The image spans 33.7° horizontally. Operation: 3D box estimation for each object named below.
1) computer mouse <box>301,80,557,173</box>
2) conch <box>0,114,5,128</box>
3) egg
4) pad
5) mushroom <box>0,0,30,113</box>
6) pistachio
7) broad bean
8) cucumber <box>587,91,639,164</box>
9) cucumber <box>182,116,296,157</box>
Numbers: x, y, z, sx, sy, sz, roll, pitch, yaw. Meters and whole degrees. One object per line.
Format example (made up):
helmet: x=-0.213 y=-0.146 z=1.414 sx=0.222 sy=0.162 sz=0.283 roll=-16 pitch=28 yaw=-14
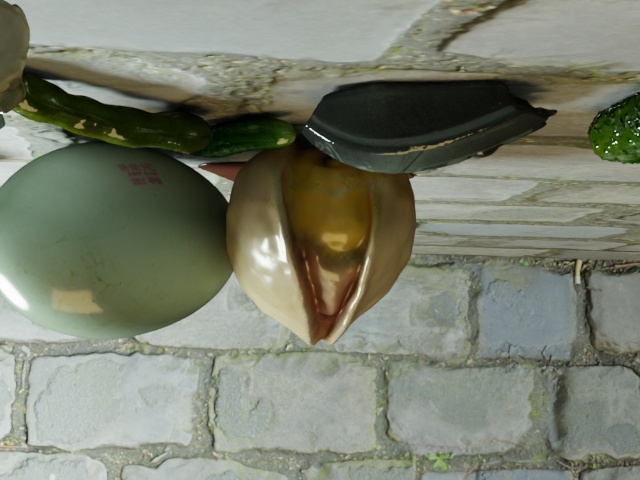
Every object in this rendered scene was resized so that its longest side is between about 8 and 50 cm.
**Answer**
computer mouse: x=0.097 y=-0.096 z=0.963 sx=0.231 sy=0.071 sz=0.126 roll=0 pitch=175 yaw=8
conch: x=-0.320 y=-0.116 z=0.933 sx=0.085 sy=0.056 sz=0.076 roll=22 pitch=-151 yaw=38
egg: x=-0.232 y=0.000 z=1.248 sx=0.230 sy=0.229 sz=0.371 roll=-2 pitch=180 yaw=29
pad: x=-0.017 y=-0.092 z=1.429 sx=0.267 sy=0.004 sz=0.181 roll=0 pitch=175 yaw=17
mushroom: x=-0.315 y=-0.117 z=0.693 sx=0.351 sy=0.097 sz=0.109 roll=0 pitch=178 yaw=39
pistachio: x=0.000 y=0.000 z=1.215 sx=0.230 sy=0.229 sz=0.309 roll=1 pitch=162 yaw=-4
broad bean: x=-0.195 y=-0.115 z=0.973 sx=0.053 sy=0.052 sz=0.256 roll=-48 pitch=147 yaw=22
cucumber: x=0.291 y=-0.100 z=0.925 sx=0.069 sy=0.069 sz=0.227 roll=2 pitch=177 yaw=-12
cucumber: x=-0.089 y=-0.107 z=1.089 sx=0.155 sy=0.037 sz=0.037 roll=-5 pitch=172 yaw=38
